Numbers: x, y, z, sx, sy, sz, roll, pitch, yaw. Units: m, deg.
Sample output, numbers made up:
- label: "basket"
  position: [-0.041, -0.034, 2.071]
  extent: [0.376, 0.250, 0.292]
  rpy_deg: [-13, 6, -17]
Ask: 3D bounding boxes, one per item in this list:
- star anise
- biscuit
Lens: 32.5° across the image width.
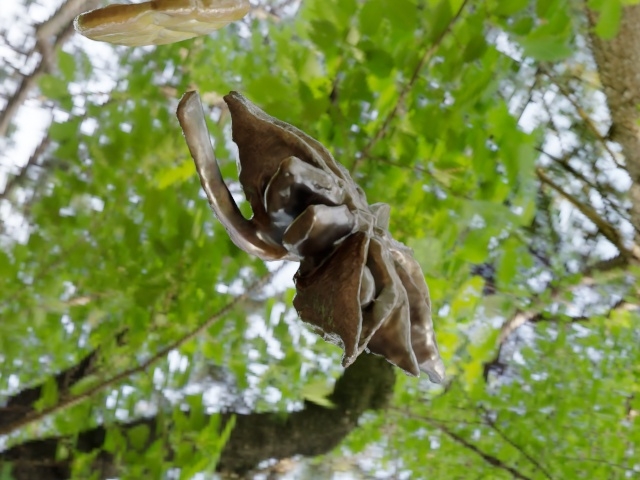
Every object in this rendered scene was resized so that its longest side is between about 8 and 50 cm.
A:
- label: "star anise"
  position: [0.002, 0.000, 0.988]
  extent: [0.109, 0.349, 0.292]
  rpy_deg: [-42, -112, 12]
- label: "biscuit"
  position: [-0.187, -0.255, 1.290]
  extent: [0.260, 0.203, 0.041]
  rpy_deg: [-172, -110, -73]
